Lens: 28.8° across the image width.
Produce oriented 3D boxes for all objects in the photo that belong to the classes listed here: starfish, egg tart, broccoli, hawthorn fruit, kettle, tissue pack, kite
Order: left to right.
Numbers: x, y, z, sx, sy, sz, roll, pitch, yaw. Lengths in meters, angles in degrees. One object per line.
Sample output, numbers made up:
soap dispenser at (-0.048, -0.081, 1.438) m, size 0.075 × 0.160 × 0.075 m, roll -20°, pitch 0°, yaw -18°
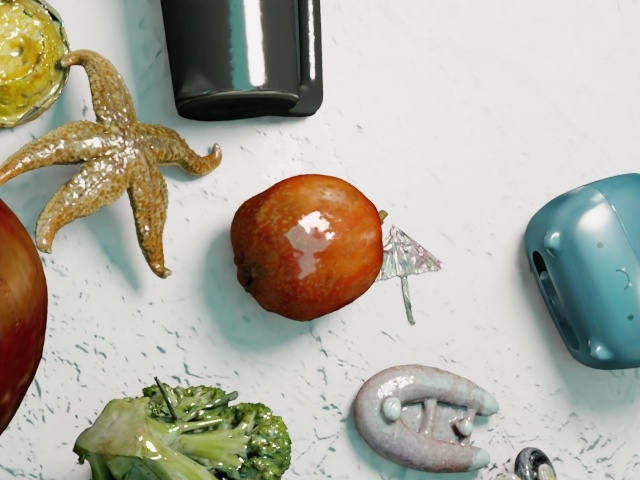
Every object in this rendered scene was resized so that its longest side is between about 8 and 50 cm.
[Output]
egg tart at (-0.441, -0.259, 1.713) m, size 0.212 × 0.090 × 0.213 m, roll 4°, pitch 80°, yaw -21°
starfish at (-0.278, -0.116, 1.692) m, size 0.375 × 0.094 × 0.327 m, roll 5°, pitch 70°, yaw -43°
broccoli at (-0.184, 0.299, 1.608) m, size 0.283 × 0.321 × 0.304 m, roll 55°, pitch 36°, yaw -45°
kettle at (-0.122, -0.331, 1.792) m, size 0.203 × 0.262 × 0.308 m, roll -7°, pitch 86°, yaw 14°
hawthorn fruit at (0.000, 0.000, 1.766) m, size 0.253 × 0.205 × 0.205 m, roll -26°, pitch 91°, yaw -25°
kite at (0.127, 0.050, 1.895) m, size 0.139 × 0.011 × 0.157 m, roll -8°, pitch 85°, yaw -17°
tissue pack at (0.432, 0.056, 1.891) m, size 0.206 × 0.198 × 0.287 m, roll -22°, pitch 91°, yaw -20°

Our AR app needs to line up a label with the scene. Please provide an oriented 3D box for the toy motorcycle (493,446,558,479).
toy motorcycle at (0.352, 0.477, 1.824) m, size 0.223 × 0.108 × 0.341 m, roll -31°, pitch 95°, yaw -57°

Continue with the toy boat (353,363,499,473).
toy boat at (0.159, 0.261, 1.836) m, size 0.227 × 0.085 × 0.155 m, roll 16°, pitch 79°, yaw -15°

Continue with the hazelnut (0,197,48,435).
hazelnut at (-0.520, 0.112, 1.506) m, size 0.421 × 0.352 × 0.421 m, roll 4°, pitch 85°, yaw -45°
